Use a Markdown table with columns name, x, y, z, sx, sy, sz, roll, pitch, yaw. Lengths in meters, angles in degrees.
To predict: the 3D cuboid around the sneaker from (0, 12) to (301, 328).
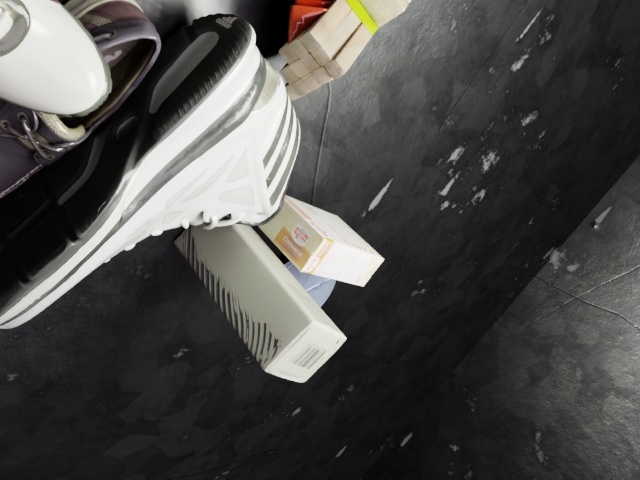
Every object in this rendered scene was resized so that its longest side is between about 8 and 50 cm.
| name | x | y | z | sx | sy | sz | roll | pitch | yaw |
| --- | --- | --- | --- | --- | --- | --- | --- | --- | --- |
| sneaker | -0.190 | -0.028 | 0.681 | 0.447 | 0.169 | 0.257 | -44 | 142 | -1 |

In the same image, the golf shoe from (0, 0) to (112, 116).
| name | x | y | z | sx | sy | sz | roll | pitch | yaw |
| --- | --- | --- | --- | --- | --- | --- | --- | --- | --- |
| golf shoe | -0.282 | -0.183 | 0.421 | 0.105 | 0.120 | 0.273 | -50 | 127 | 1 |

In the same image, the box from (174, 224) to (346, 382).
| name | x | y | z | sx | sy | sz | roll | pitch | yaw |
| --- | --- | --- | --- | --- | --- | --- | --- | --- | --- |
| box | -0.093 | 0.070 | 0.804 | 0.094 | 0.275 | 0.113 | -46 | 145 | 3 |

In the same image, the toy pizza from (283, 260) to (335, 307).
| name | x | y | z | sx | sy | sz | roll | pitch | yaw |
| --- | --- | --- | --- | --- | --- | --- | --- | --- | --- |
| toy pizza | -0.052 | 0.098 | 1.094 | 0.201 | 0.032 | 0.201 | -28 | 141 | -25 |

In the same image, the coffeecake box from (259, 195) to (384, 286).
| name | x | y | z | sx | sy | sz | roll | pitch | yaw |
| --- | --- | --- | --- | --- | --- | --- | --- | --- | --- |
| coffeecake box | 0.000 | 0.000 | 0.945 | 0.186 | 0.142 | 0.068 | 19 | 111 | -52 |

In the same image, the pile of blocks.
| name | x | y | z | sx | sy | sz | roll | pitch | yaw |
| --- | --- | --- | --- | --- | --- | --- | --- | --- | --- |
| pile of blocks | 0.060 | -0.342 | 0.699 | 0.362 | 0.149 | 0.112 | -47 | 114 | -9 |

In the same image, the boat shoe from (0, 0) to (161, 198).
| name | x | y | z | sx | sy | sz | roll | pitch | yaw |
| --- | --- | --- | --- | --- | --- | --- | --- | --- | --- |
| boat shoe | -0.278 | -0.134 | 0.560 | 0.285 | 0.092 | 0.103 | -44 | 146 | -2 |
